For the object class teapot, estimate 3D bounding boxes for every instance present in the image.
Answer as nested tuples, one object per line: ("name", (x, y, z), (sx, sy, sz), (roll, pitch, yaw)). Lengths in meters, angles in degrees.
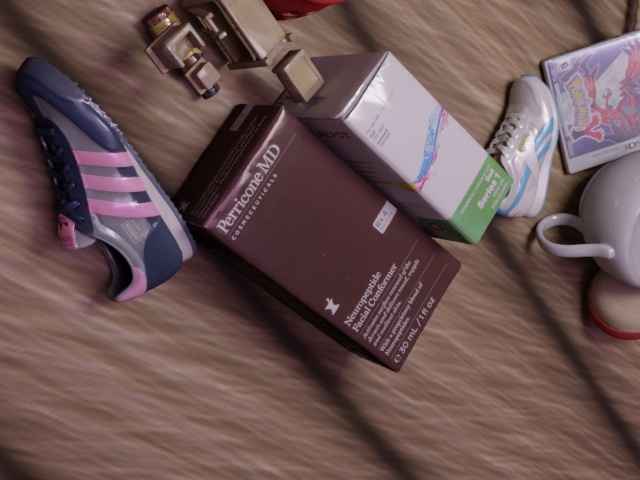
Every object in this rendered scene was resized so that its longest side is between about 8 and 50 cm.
("teapot", (0.523, -0.048, 1.582), (0.256, 0.187, 0.253), (23, 98, -36))

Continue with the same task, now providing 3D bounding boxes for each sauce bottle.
("sauce bottle", (-0.174, -0.239, 1.206), (0.042, 0.042, 0.128), (-44, 120, -18))

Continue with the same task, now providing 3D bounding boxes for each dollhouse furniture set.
("dollhouse furniture set", (-0.118, -0.217, 1.189), (0.161, 0.101, 0.182), (-50, 122, -23))

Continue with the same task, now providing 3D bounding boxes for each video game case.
("video game case", (0.478, -0.231, 1.572), (0.183, 0.023, 0.201), (-18, 109, 2))

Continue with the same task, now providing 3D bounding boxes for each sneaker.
("sneaker", (0.313, -0.150, 1.496), (0.092, 0.087, 0.229), (1, 95, -30))
("sneaker", (-0.279, -0.062, 1.127), (0.131, 0.112, 0.319), (-44, 116, -21))

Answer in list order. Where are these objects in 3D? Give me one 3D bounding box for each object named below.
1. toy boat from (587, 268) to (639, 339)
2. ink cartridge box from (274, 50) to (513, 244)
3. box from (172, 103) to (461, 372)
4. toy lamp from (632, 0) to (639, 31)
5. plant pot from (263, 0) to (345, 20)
("toy boat", (0.579, 0.099, 1.686), (0.231, 0.151, 0.151), (-32, 142, -24))
("ink cartridge box", (0.095, -0.126, 1.294), (0.278, 0.201, 0.117), (40, 76, -29))
("box", (0.000, 0.000, 1.296), (0.381, 0.143, 0.191), (38, 78, -29))
("toy lamp", (0.545, -0.341, 1.616), (0.080, 0.080, 0.275), (6, 92, -32))
("plant pot", (-0.026, -0.380, 1.199), (0.191, 0.174, 0.191), (-6, 101, -33))
